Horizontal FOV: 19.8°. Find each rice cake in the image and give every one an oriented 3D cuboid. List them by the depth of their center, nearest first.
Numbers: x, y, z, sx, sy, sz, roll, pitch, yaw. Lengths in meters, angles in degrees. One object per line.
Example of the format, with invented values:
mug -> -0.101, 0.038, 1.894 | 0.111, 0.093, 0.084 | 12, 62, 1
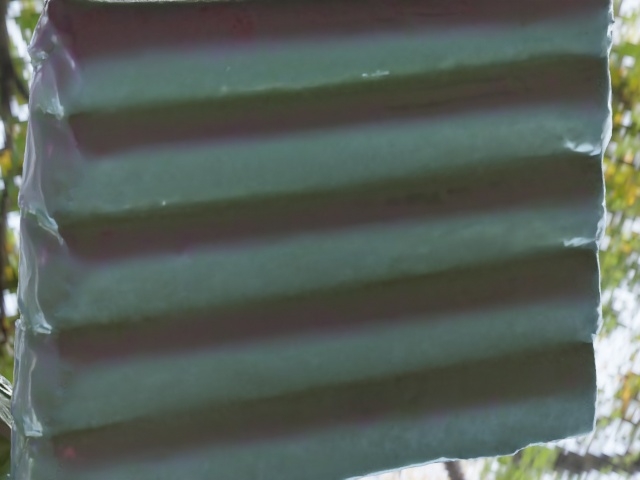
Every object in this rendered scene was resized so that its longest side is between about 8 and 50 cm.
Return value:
rice cake -> 0.000, 0.000, 0.598 | 0.198, 0.037, 0.189 | -1, -77, -17

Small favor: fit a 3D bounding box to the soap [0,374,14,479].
soap -> -0.243, 0.167, 1.075 | 0.182, 0.138, 0.199 | 32, -95, 34
